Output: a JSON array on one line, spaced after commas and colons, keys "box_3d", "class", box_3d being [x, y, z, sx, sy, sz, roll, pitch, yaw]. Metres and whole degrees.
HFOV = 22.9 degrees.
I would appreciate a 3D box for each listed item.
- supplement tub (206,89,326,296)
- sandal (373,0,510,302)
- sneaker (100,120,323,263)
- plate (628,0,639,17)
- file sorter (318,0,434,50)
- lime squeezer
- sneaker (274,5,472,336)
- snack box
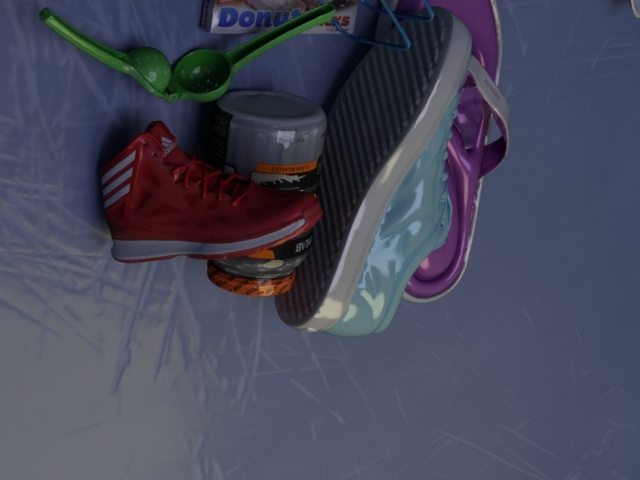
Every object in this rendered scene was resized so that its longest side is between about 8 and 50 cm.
[{"box_3d": [-0.060, -0.047, 1.589, 0.117, 0.117, 0.190, -10, 118, -35], "class": "supplement tub"}, {"box_3d": [0.149, -0.116, 1.733, 0.169, 0.102, 0.416, -19, 122, -31], "class": "sandal"}, {"box_3d": [-0.114, -0.052, 1.492, 0.087, 0.221, 0.128, -56, 134, -65], "class": "sneaker"}, {"box_3d": [0.429, -0.442, 1.834, 0.277, 0.045, 0.278, -35, 130, -19], "class": "plate"}, {"box_3d": [0.080, -0.286, 1.560, 0.170, 0.118, 0.104, -51, 130, -17], "class": "file sorter"}, {"box_3d": [-0.131, -0.172, 1.487, 0.310, 0.058, 0.110, -6, 156, -34], "class": "lime squeezer"}, {"box_3d": [0.081, -0.065, 1.661, 0.150, 0.135, 0.365, 15, 108, -40], "class": "sneaker"}, {"box_3d": [-0.037, -0.239, 1.574, 0.178, 0.022, 0.064, -6, 115, -37], "class": "snack box"}]
